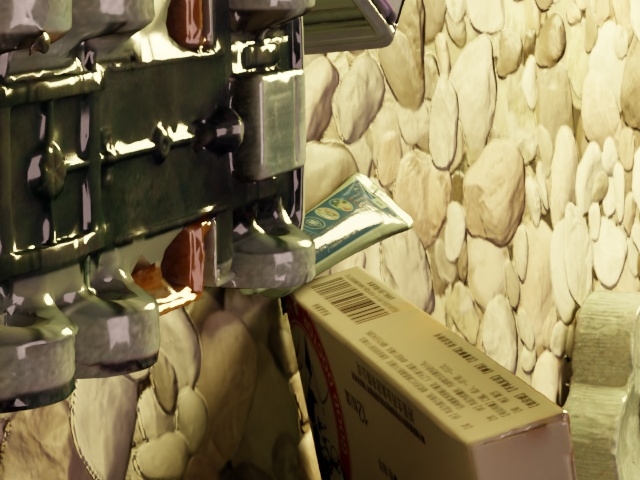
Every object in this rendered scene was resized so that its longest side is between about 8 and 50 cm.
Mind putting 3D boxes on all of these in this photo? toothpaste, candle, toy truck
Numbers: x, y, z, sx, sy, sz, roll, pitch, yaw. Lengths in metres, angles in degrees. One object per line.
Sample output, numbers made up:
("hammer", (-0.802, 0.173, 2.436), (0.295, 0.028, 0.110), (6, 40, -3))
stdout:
("toothpaste", (0.000, 0.000, 1.315), (0.057, 0.035, 0.197), (43, 33, 10))
("candle", (0.268, 0.147, 1.742), (0.168, 0.068, 0.192), (39, 59, -54))
("toy truck", (-0.146, -0.044, 0.895), (0.387, 0.207, 0.173), (-21, 113, -67))

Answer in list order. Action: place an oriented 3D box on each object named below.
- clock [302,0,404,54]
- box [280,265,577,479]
("clock", (-0.045, -0.188, 1.145), (0.193, 0.144, 0.073), (48, 49, -48))
("box", (0.068, 0.158, 1.173), (0.353, 0.069, 0.214), (-142, -141, -71))
